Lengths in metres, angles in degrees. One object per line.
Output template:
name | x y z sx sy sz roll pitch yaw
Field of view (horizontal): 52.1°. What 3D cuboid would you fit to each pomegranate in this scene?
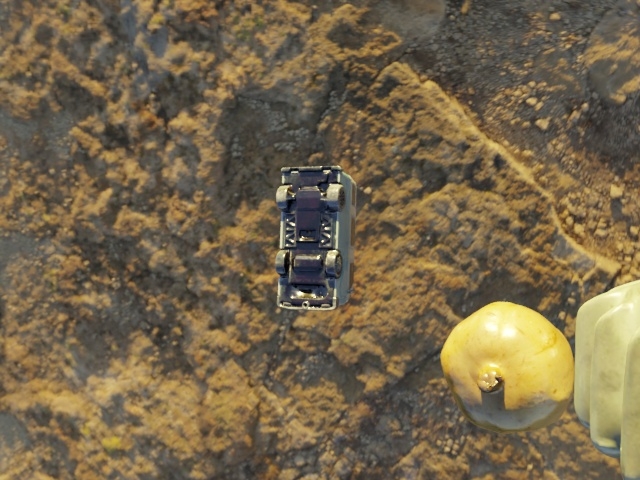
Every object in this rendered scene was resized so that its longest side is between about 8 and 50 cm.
pomegranate | 0.456 0.316 1.629 0.342 0.342 0.343 9 111 24

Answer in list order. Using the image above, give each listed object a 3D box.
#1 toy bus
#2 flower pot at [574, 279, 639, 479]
toy bus | 0.000 0.000 0.583 0.060 0.075 0.123 0 86 21
flower pot | 0.386 0.111 0.458 0.367 0.254 0.165 2 96 3
